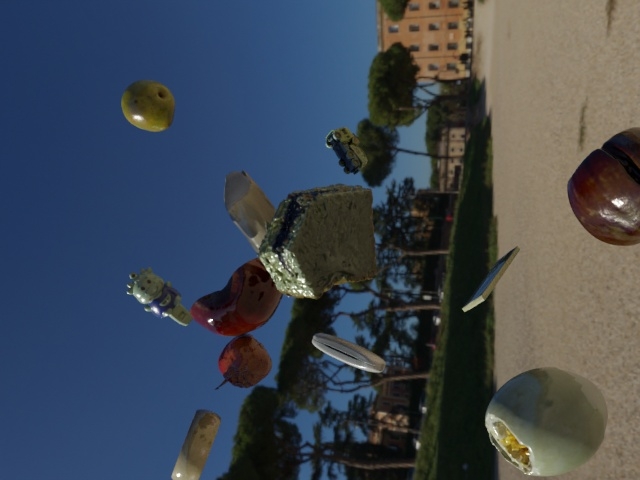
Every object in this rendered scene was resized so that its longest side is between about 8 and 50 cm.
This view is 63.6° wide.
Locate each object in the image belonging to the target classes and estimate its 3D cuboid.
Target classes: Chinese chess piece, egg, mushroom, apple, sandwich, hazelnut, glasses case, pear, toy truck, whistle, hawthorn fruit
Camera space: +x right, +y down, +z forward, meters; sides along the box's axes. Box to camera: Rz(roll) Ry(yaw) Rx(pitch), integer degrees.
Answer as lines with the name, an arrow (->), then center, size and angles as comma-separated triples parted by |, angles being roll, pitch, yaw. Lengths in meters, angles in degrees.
Chinese chess piece -> -0.456, 0.757, 1.901 | 0.273, 0.102, 0.273 | -159, 90, -83
egg -> 0.650, 0.496, 1.455 | 0.278, 0.336, 0.278 | 57, 163, 27
mushroom -> -0.188, -0.040, 1.716 | 0.407, 0.138, 0.154 | 56, -177, -22
apple -> -0.301, 0.214, 1.949 | 0.365, 0.329, 0.295 | 72, -161, -78
sandwich -> 0.000, 0.001, 1.298 | 0.325, 0.131, 0.262 | -15, -72, -42
hazelnut -> 0.620, -0.103, 1.019 | 0.234, 0.218, 0.218 | 104, 179, -58
glasses case -> 0.066, 0.268, 1.239 | 0.074, 0.193, 0.049 | 25, -97, -57
pear -> -0.463, -0.356, 1.370 | 0.104, 0.141, 0.141 | -36, -53, -65
toy truck -> 0.117, -0.362, 2.056 | 0.116, 0.191, 0.085 | -31, -5, -31
whistle -> -0.481, 0.177, 1.563 | 0.244, 0.092, 0.110 | 49, -115, -27
hawthorn fruit -> -0.312, 0.490, 1.995 | 0.243, 0.207, 0.207 | -45, -29, -12

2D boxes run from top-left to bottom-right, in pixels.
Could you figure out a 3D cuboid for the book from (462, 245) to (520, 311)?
book -> 0.692, 0.158, 2.100 | 0.289, 0.026, 0.201 | -47, -8, -21
